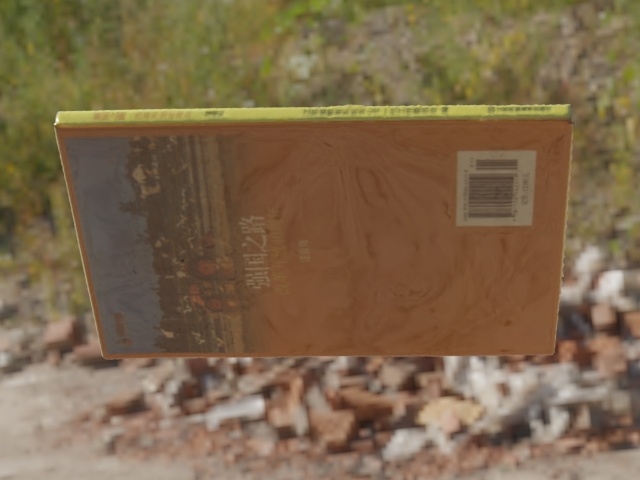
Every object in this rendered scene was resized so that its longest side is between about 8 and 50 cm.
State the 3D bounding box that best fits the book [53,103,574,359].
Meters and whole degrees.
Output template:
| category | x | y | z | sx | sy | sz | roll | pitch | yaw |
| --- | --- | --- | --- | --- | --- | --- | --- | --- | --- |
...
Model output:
| category | x | y | z | sx | sy | sz | roll | pitch | yaw |
| --- | --- | --- | --- | --- | --- | --- | --- | --- | --- |
| book | 0.000 | 0.000 | 1.324 | 0.373 | 0.262 | 0.028 | 0 | 47 | 3 |
